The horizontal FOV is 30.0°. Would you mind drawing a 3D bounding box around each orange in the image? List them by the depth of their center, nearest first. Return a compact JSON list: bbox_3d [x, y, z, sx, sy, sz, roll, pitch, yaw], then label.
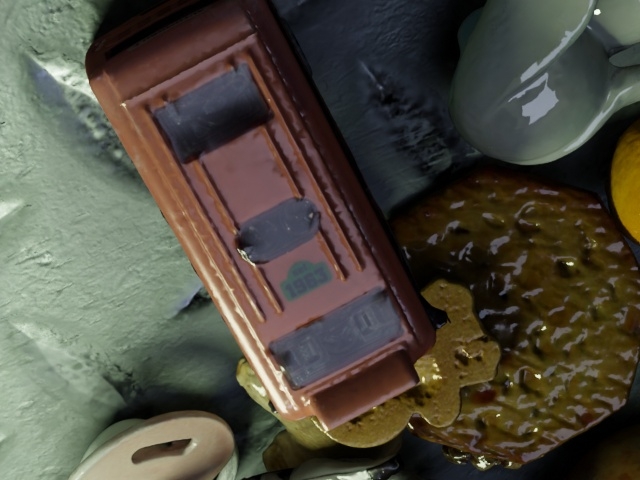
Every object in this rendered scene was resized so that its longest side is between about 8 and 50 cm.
[{"bbox_3d":[0.416,-0.071,1.404,0.155,0.177,0.178,2,131,8],"label":"orange"}]

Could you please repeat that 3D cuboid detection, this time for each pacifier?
[{"bbox_3d":[-0.217,0.345,1.470,0.220,0.273,0.332,20,120,-11],"label":"pacifier"}]

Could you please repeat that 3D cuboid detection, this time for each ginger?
[{"bbox_3d":[0.001,0.217,1.507,0.221,0.130,0.275,-39,126,24],"label":"ginger"}]

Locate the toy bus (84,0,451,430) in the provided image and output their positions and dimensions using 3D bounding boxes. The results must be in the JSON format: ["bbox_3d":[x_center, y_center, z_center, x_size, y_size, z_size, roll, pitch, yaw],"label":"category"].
[{"bbox_3d":[-0.046,-0.033,1.152,0.203,0.233,0.427,-28,108,1],"label":"toy bus"}]

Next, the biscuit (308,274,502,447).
[{"bbox_3d":[0.083,0.146,1.381,0.249,0.035,0.184,-31,94,-2],"label":"biscuit"}]

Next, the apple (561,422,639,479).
[{"bbox_3d":[0.531,0.476,1.789,0.400,0.333,0.400,-11,132,-13],"label":"apple"}]

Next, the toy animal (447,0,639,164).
[{"bbox_3d":[0.268,-0.205,1.232,0.249,0.174,0.289,9,122,-27],"label":"toy animal"}]

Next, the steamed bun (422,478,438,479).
[{"bbox_3d":[0.069,0.466,1.638,0.367,0.255,0.342,-6,102,16],"label":"steamed bun"}]

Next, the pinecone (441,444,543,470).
[{"bbox_3d":[0.237,0.200,1.550,0.184,0.179,0.204,-9,179,26],"label":"pinecone"}]

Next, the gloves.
[{"bbox_3d":[0.020,0.316,1.446,0.285,0.119,0.142,4,116,26],"label":"gloves"}]

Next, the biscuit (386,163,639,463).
[{"bbox_3d":[0.216,0.087,1.415,0.359,0.046,0.359,0,95,2],"label":"biscuit"}]
